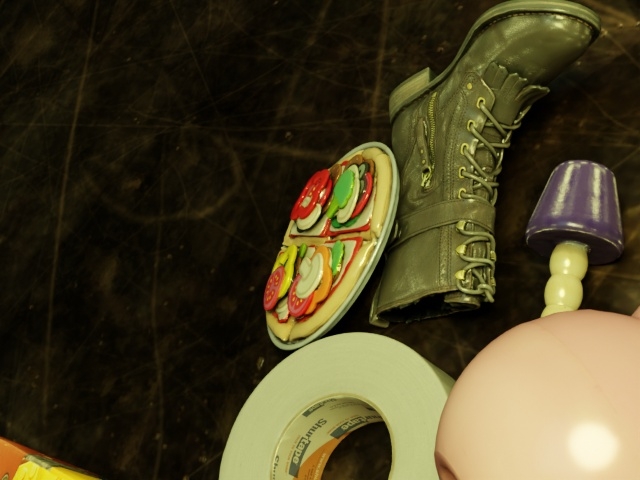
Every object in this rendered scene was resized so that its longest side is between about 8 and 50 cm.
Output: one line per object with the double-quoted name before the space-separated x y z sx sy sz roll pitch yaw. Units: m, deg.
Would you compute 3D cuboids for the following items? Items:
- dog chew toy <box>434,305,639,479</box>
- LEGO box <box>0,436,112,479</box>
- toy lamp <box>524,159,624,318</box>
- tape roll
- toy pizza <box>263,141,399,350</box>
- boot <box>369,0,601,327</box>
"dog chew toy" 0.242 0.111 0.728 0.332 0.207 0.207 -24 50 -7
"LEGO box" 0.096 0.279 0.493 0.372 0.500 0.193 2 67 57
"toy lamp" 0.181 0.071 0.892 0.080 0.080 0.275 0 69 36
"tape roll" 0.027 0.187 0.941 0.219 0.072 0.219 -18 56 29
"toy pizza" 0.000 0.000 1.034 0.201 0.032 0.201 -48 26 33
"boot" 0.132 -0.052 0.966 0.263 0.091 0.229 -33 45 52
